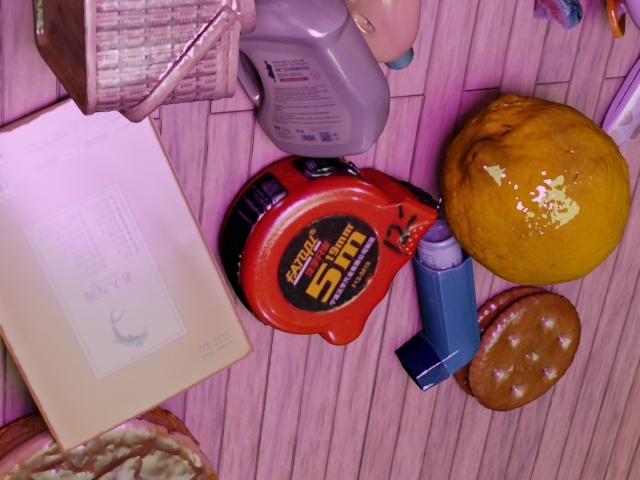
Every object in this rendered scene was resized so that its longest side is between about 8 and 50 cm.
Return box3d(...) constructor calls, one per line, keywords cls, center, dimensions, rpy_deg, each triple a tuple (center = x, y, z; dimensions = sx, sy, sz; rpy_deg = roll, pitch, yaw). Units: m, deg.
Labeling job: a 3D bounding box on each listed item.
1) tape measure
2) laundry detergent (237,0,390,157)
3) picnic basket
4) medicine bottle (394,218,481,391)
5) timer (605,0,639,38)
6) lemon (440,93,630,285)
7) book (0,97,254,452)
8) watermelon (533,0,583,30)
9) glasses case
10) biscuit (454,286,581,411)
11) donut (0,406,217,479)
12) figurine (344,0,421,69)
box3d(cls="tape measure", center=(0.000, 0.000, 1.555), dimensions=(0.260, 0.114, 0.253), rpy_deg=(23, 105, -36))
box3d(cls="laundry detergent", center=(-0.027, -0.212, 1.377), dimensions=(0.091, 0.181, 0.253), rpy_deg=(-63, 142, -35))
box3d(cls="picnic basket", center=(-0.179, -0.297, 1.181), dimensions=(0.175, 0.228, 0.312), rpy_deg=(-10, 122, -24))
box3d(cls="medicine bottle", center=(0.169, 0.094, 1.739), dimensions=(0.124, 0.079, 0.258), rpy_deg=(-19, 127, -14))
box3d(cls="timer", center=(0.477, -0.370, 1.528), dimensions=(0.240, 0.233, 0.233), rpy_deg=(-7, 136, 26))
box3d(cls="lemon", center=(0.286, -0.066, 1.602), dimensions=(0.245, 0.245, 0.320), rpy_deg=(-53, 142, 7))
box3d(cls="book", center=(-0.261, 0.030, 1.391), dimensions=(0.269, 0.032, 0.388), rpy_deg=(-26, 111, -15))
box3d(cls="watermelon", center=(0.313, -0.308, 1.596), dimensions=(0.085, 0.085, 0.061), rpy_deg=(17, 143, -38))
box3d(cls="glasses case", center=(0.472, -0.215, 1.759), dimensions=(0.063, 0.041, 0.164), rpy_deg=(18, 108, -39))
box3d(cls="biscuit", center=(0.312, 0.171, 1.888), dimensions=(0.221, 0.066, 0.220), rpy_deg=(-16, 125, -25))
box3d(cls="donut", center=(-0.304, 0.341, 1.562), dimensions=(0.330, 0.160, 0.330), rpy_deg=(-8, 114, -18))
box3d(cls="figurine", center=(0.120, -0.360, 1.398), dimensions=(0.222, 0.124, 0.324), rpy_deg=(19, 103, -39))
